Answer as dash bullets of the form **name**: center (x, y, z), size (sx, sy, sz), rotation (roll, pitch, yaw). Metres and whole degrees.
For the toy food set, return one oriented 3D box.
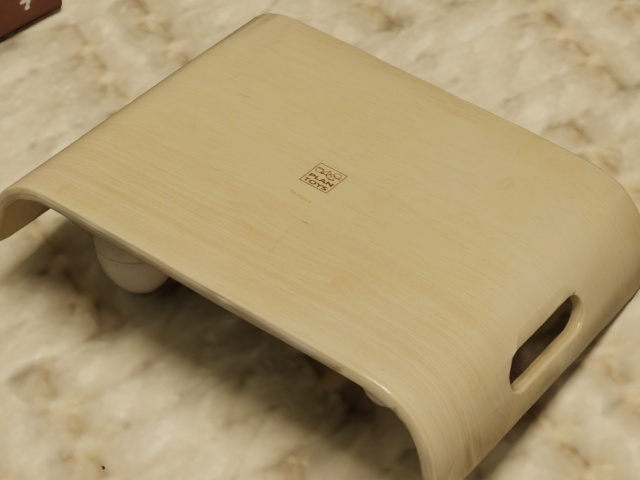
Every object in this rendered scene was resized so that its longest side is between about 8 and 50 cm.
- **toy food set**: center (0.000, 0.000, 1.018), size (0.306, 0.092, 0.220), rotation (28, 46, 25)

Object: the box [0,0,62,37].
- **box**: center (-0.296, -0.221, 1.168), size (0.168, 0.167, 0.203), rotation (-32, 54, -21)
